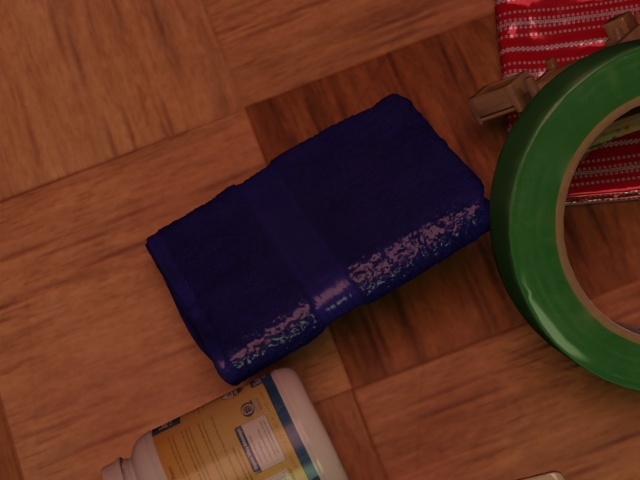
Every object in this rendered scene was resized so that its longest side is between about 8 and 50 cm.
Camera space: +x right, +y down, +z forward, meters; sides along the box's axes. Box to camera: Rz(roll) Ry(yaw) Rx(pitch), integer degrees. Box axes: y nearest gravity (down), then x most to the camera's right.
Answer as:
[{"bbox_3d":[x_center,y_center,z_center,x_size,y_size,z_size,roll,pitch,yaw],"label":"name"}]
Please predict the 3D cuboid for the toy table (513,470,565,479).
[{"bbox_3d":[0.097,0.303,1.315,0.274,0.252,0.161,-13,82,-10],"label":"toy table"}]

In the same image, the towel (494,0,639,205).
[{"bbox_3d":[0.285,-0.168,1.584,0.199,0.031,0.275,-6,67,6],"label":"towel"}]

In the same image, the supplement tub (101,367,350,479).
[{"bbox_3d":[-0.084,0.218,1.414,0.199,0.144,0.144,-26,67,-3],"label":"supplement tub"}]

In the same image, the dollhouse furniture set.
[{"bbox_3d":[0.273,-0.151,1.543,0.161,0.182,0.101,-40,107,-46],"label":"dollhouse furniture set"}]

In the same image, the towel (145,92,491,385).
[{"bbox_3d":[0.000,0.000,1.502,0.308,0.076,0.228,-31,44,-3],"label":"towel"}]

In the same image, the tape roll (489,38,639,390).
[{"bbox_3d":[0.317,-0.023,1.406,0.321,0.077,0.321,-1,98,-9],"label":"tape roll"}]
